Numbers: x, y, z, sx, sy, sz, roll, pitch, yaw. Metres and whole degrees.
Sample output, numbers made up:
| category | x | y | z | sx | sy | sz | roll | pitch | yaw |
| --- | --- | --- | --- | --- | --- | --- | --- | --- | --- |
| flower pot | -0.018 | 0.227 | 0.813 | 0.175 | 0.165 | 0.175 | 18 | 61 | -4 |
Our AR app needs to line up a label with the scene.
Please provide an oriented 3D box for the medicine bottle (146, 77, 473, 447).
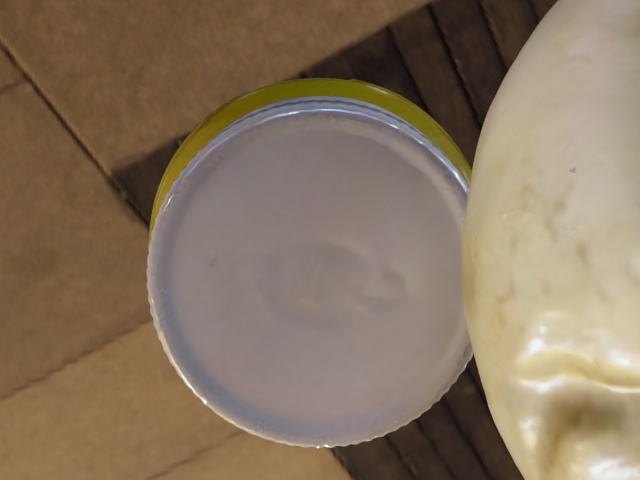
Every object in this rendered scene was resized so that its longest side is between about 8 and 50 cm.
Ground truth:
| category | x | y | z | sx | sy | sz | roll | pitch | yaw |
| --- | --- | --- | --- | --- | --- | --- | --- | --- | --- |
| medicine bottle | 0.000 | 0.000 | 0.845 | 0.224 | 0.224 | 0.384 | -27 | -175 | 2 |

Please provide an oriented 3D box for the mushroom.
| category | x | y | z | sx | sy | sz | roll | pitch | yaw |
| --- | --- | --- | --- | --- | --- | --- | --- | --- | --- |
| mushroom | 0.230 | 0.001 | 0.494 | 0.356 | 0.315 | 0.315 | -24 | 143 | 1 |
